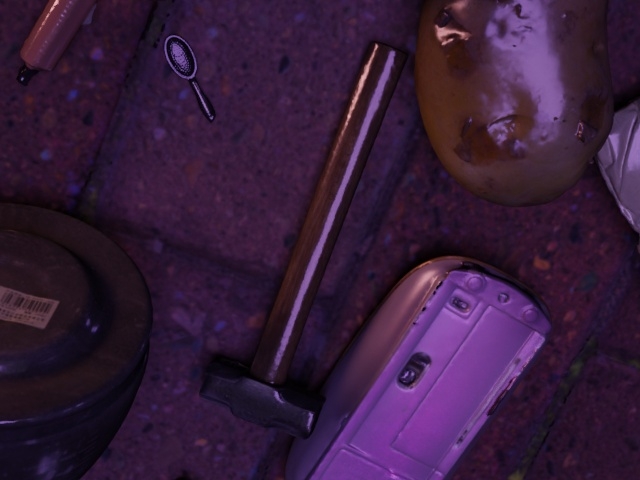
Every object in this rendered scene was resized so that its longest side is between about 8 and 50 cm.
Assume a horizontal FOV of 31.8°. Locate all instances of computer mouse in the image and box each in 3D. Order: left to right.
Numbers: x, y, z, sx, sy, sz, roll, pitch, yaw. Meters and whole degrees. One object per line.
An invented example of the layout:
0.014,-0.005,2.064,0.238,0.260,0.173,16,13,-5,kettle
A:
0.090,0.153,1.066,0.158,0.072,0.310,29,106,-13,computer mouse

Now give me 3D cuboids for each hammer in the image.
0.000,0.000,1.008,0.111,0.043,0.365,22,102,8,hammer

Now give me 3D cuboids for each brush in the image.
-0.111,-0.139,0.969,0.024,0.008,0.083,-26,110,-1,brush

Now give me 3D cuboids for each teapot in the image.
-0.291,0.143,0.904,0.239,0.321,0.239,30,131,17,teapot

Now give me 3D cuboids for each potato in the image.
0.158,-0.155,0.927,0.165,0.165,0.262,-7,104,-5,potato

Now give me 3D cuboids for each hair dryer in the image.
-0.194,-0.198,0.916,0.117,0.064,0.181,31,111,-18,hair dryer

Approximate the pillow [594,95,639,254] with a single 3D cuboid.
0.407,-0.053,1.028,0.274,0.076,0.280,-30,105,2,pillow
